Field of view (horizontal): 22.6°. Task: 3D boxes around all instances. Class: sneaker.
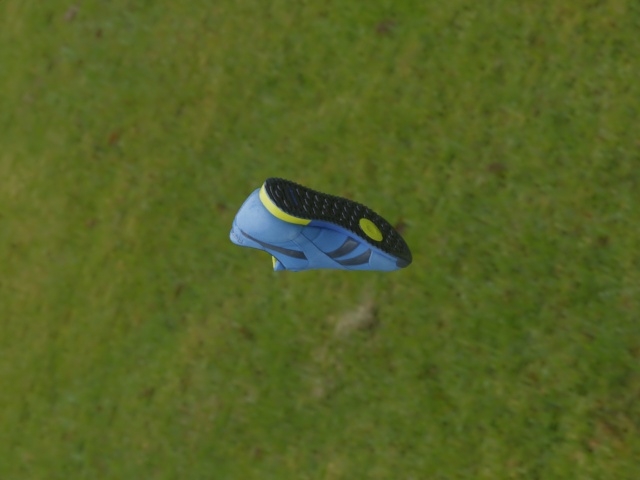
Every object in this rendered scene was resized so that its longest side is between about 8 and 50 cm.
[{"bbox_3d":[0.000,0.000,1.646,0.082,0.209,0.069,-50,41,27],"label":"sneaker"}]
